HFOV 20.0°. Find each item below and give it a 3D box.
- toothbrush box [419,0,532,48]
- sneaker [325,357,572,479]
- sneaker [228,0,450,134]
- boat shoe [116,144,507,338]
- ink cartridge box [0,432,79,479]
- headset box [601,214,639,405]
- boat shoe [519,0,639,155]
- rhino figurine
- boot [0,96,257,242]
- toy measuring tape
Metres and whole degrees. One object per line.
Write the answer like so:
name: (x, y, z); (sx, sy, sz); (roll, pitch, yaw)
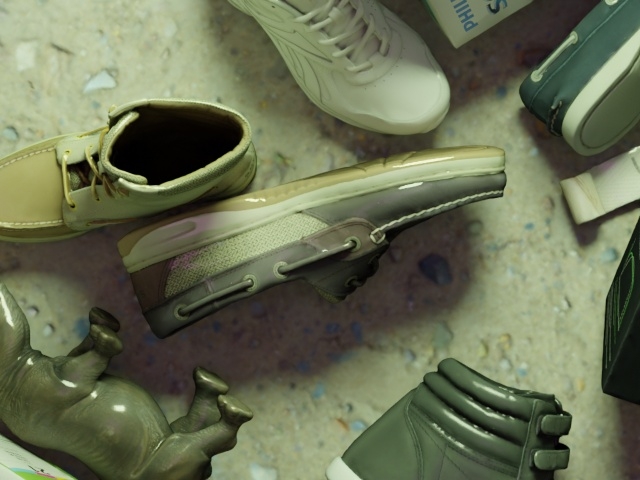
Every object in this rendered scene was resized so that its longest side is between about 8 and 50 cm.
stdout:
toothbrush box: (0.157, -0.304, 1.225); (0.295, 0.216, 0.126); (-30, 51, 3)
sneaker: (0.162, 0.197, 1.283); (0.295, 0.104, 0.147); (36, 93, 5)
sneaker: (-0.002, -0.160, 1.290); (0.232, 0.115, 0.090); (40, 88, 1)
boat shoe: (0.000, 0.000, 1.296); (0.285, 0.103, 0.092); (-15, 93, 3)
ink cartridge box: (-0.206, 0.254, 1.229); (0.255, 0.097, 0.189); (25, 88, 31)
headset box: (0.351, -0.005, 1.218); (0.246, 0.131, 0.283); (18, 120, 0)
boat shoe: (0.247, -0.176, 1.305); (0.254, 0.095, 0.079); (-51, 58, 10)
rhino figurine: (-0.175, 0.106, 1.300); (0.243, 0.073, 0.106); (29, 98, 4)
boot: (-0.150, -0.050, 1.259); (0.213, 0.165, 0.077); (-10, 87, -2)
toy measuring tape: (0.334, -0.092, 1.293); (0.330, 0.121, 0.121); (-22, 88, -1)
